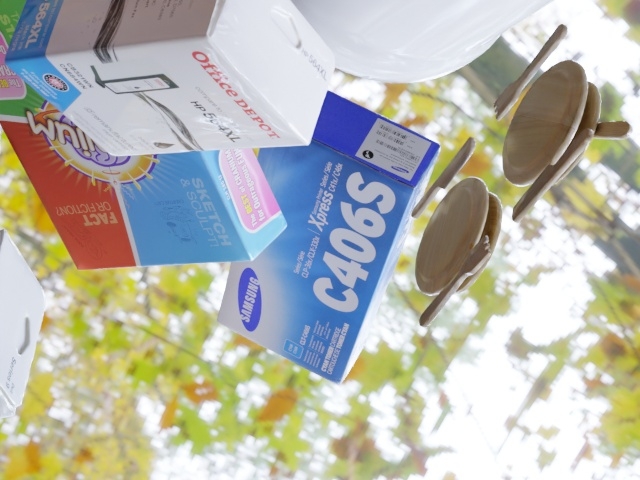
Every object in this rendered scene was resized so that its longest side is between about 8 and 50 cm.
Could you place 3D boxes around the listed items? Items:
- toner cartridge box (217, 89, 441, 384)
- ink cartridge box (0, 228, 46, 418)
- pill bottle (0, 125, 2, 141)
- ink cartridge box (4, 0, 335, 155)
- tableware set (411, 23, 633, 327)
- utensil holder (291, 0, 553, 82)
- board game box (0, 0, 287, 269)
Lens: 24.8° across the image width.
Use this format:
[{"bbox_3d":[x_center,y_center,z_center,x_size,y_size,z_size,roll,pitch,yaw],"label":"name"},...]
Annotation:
[{"bbox_3d":[0.000,0.000,1.550,0.165,0.348,0.075,27,-130,9],"label":"toner cartridge box"},{"bbox_3d":[-0.364,0.090,1.282,0.212,0.093,0.154,-11,-139,12],"label":"ink cartridge box"},{"bbox_3d":[-0.528,-0.190,2.006,0.181,0.181,0.323,-27,-131,28],"label":"pill bottle"},{"bbox_3d":[-0.114,-0.139,1.119,0.203,0.148,0.086,-1,-119,35],"label":"ink cartridge box"},{"bbox_3d":[0.127,-0.035,0.961,0.194,0.039,0.128,-53,-157,35],"label":"tableware set"},{"bbox_3d":[0.135,-0.342,1.101,0.385,0.327,0.328,-29,-133,52],"label":"utensil holder"},{"bbox_3d":[-0.195,-0.123,1.339,0.242,0.317,0.064,-4,-150,39],"label":"board game box"}]
